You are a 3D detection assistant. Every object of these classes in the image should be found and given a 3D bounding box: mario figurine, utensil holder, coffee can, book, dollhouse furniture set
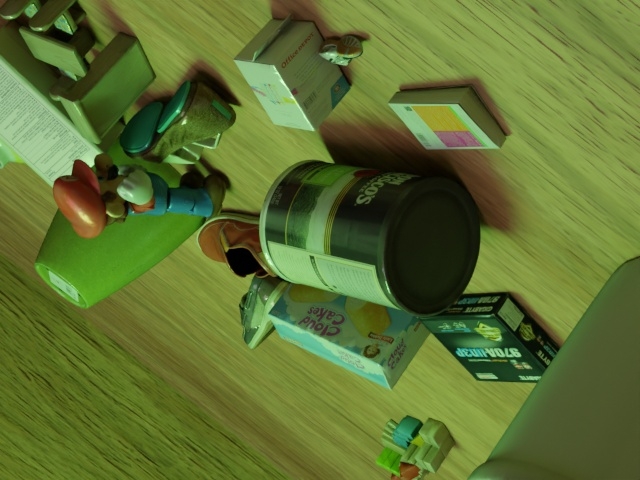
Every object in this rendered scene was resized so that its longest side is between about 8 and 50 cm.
[{"bbox_3d":[-0.332,-0.108,2.148,0.198,0.321,0.170,-43,61,42],"label":"mario figurine"},{"bbox_3d":[0.421,0.258,1.533,0.328,0.385,0.327,32,158,15],"label":"utensil holder"},{"bbox_3d":[0.070,-0.009,1.780,0.275,0.201,0.201,12,146,47],"label":"coffee can"},{"bbox_3d":[0.167,-0.158,1.575,0.144,0.035,0.096,6,145,53],"label":"book"},{"bbox_3d":[-0.434,-0.293,2.039,0.242,0.161,0.212,24,154,30],"label":"dollhouse furniture set"}]

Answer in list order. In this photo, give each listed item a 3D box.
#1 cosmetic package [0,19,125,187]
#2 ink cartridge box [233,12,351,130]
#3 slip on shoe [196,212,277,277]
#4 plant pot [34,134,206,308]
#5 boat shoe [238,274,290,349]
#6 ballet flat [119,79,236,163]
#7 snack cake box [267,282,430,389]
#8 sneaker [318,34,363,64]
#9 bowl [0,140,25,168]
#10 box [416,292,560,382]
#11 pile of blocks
[{"bbox_3d":[-0.538,-0.253,2.250,0.153,0.129,0.296,-35,109,29],"label":"cosmetic package"},{"bbox_3d":[-0.043,-0.238,1.652,0.090,0.092,0.143,15,147,45],"label":"ink cartridge box"},{"bbox_3d":[-0.155,0.017,2.304,0.123,0.101,0.331,47,157,-26],"label":"slip on shoe"},{"bbox_3d":[-0.427,-0.016,2.389,0.275,0.293,0.275,31,156,15],"label":"plant pot"},{"bbox_3d":[-0.125,0.143,2.510,0.092,0.103,0.285,40,154,7],"label":"boat shoe"},{"bbox_3d":[-0.240,-0.190,2.051,0.124,0.116,0.342,26,159,-22],"label":"ballet flat"},{"bbox_3d":[0.055,0.146,2.168,0.264,0.152,0.089,21,152,34],"label":"snack cake box"},{"bbox_3d":[0.035,-0.253,1.597,0.037,0.032,0.083,35,167,-35],"label":"sneaker"},{"bbox_3d":[-0.654,-0.243,2.441,0.289,0.156,0.289,29,160,12],"label":"bowl"},{"bbox_3d":[0.288,0.165,1.991,0.175,0.051,0.220,46,156,-19],"label":"box"},{"bbox_3d":[0.189,0.485,2.675,0.149,0.112,0.362,34,157,8],"label":"pile of blocks"}]
